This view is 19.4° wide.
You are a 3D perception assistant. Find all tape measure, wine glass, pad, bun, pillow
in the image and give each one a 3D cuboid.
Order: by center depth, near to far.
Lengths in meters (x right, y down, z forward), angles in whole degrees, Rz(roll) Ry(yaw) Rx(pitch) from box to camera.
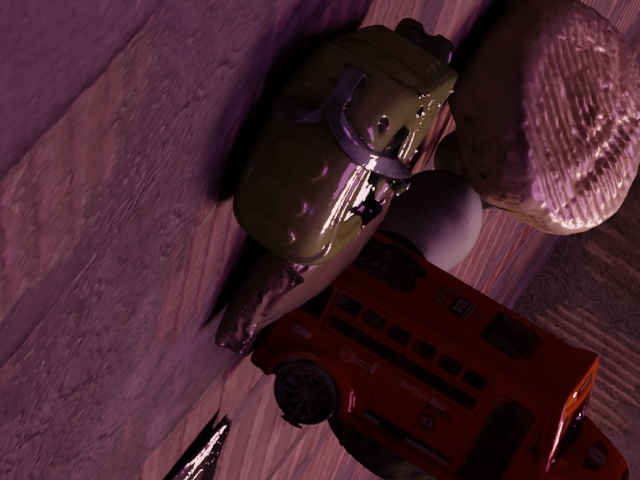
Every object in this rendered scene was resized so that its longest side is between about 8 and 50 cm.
[{"bbox_3d":[0.012,-0.058,1.166,0.154,0.087,0.177,-59,168,18],"label":"tape measure"},{"bbox_3d":[0.000,0.000,1.388,0.208,0.053,0.119,-44,168,-53],"label":"pillow"},{"bbox_3d":[-0.144,0.264,1.647,0.174,0.022,0.233,-49,167,-32],"label":"pad"},{"bbox_3d":[0.193,-0.117,1.678,0.220,0.134,0.220,-1,92,-44],"label":"bun"},{"bbox_3d":[0.105,-0.021,1.722,0.202,0.093,0.093,-45,165,-48],"label":"wine glass"}]

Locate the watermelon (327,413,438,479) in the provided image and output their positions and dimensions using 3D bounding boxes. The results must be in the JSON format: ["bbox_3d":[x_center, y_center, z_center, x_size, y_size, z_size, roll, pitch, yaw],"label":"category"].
[{"bbox_3d":[0.109,0.154,1.973,0.212,0.212,0.212,-54,170,-14],"label":"watermelon"}]

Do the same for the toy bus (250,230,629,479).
[{"bbox_3d":[0.119,0.125,1.565,0.153,0.329,0.143,-64,167,26],"label":"toy bus"}]
